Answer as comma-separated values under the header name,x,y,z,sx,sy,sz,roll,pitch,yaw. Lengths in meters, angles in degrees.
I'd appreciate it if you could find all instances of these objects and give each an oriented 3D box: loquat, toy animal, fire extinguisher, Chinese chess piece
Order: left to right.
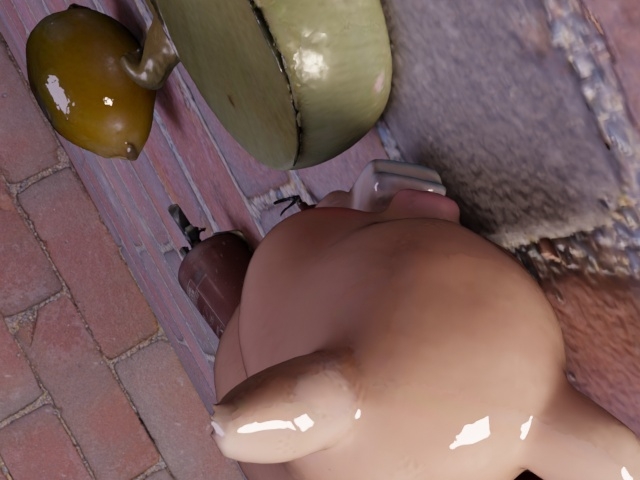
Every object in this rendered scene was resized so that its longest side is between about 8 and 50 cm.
name,x,y,z,sx,sy,sz,roll,pitch,yaw
loquat,-0.268,-0.184,0.970,0.152,0.152,0.195,8,117,68
toy animal,-0.124,-0.215,0.638,0.218,0.103,0.101,59,143,13
fire extinguisher,-0.091,0.068,0.935,0.269,0.105,0.105,50,159,30
Chinese chess piece,-0.034,-0.136,0.507,0.188,0.083,0.188,48,158,26
fire extinguisher,0.005,-0.004,0.692,0.100,0.032,0.046,50,-166,29
toy animal,0.039,0.063,0.465,0.256,0.195,0.213,113,165,-63

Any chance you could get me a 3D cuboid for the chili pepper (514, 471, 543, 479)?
name,x,y,z,sx,sy,sz,roll,pitch,yaw
chili pepper,0.136,0.192,0.502,0.110,0.110,0.387,62,164,-2
